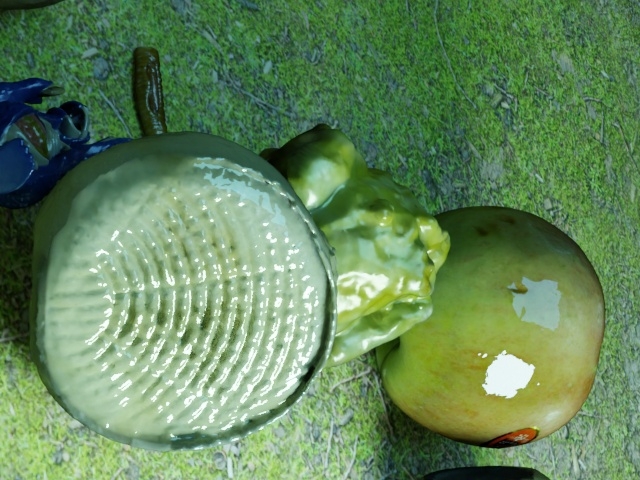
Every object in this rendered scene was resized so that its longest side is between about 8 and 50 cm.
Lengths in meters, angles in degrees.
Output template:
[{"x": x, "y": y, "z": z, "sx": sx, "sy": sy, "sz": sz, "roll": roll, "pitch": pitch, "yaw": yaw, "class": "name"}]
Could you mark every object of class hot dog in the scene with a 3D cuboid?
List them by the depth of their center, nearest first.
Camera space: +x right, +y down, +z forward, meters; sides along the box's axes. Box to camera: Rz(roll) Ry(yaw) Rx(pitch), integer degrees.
[{"x": -0.217, "y": -0.186, "z": 2.041, "sx": 0.044, "sy": 0.028, "sz": 0.137, "roll": 8, "pitch": 70, "yaw": -41, "class": "hot dog"}]

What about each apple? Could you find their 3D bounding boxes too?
[{"x": 0.219, "y": 0.120, "z": 2.208, "sx": 0.305, "sy": 0.338, "sz": 0.339, "roll": 7, "pitch": 68, "yaw": -24, "class": "apple"}]

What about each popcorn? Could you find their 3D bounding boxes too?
[{"x": 0.003, "y": 0.014, "z": 2.017, "sx": 0.312, "sy": 0.312, "sz": 0.312, "roll": 23, "pitch": 58, "yaw": -43, "class": "popcorn"}]

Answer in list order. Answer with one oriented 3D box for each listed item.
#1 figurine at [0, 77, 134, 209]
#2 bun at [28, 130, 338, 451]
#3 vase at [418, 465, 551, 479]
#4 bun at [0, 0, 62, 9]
[{"x": -0.334, "y": -0.104, "z": 1.806, "sx": 0.164, "sy": 0.121, "sz": 0.262, "roll": 37, "pitch": 25, "yaw": 19, "class": "figurine"}, {"x": -0.163, "y": 0.048, "z": 1.796, "sx": 0.364, "sy": 0.364, "sz": 0.202, "roll": 53, "pitch": 4, "yaw": -21, "class": "bun"}, {"x": 0.236, "y": 0.462, "z": 2.195, "sx": 0.329, "sy": 0.240, "sz": 0.302, "roll": -8, "pitch": 94, "yaw": -77, "class": "vase"}, {"x": -0.328, "y": -0.394, "z": 1.819, "sx": 0.281, "sy": 0.204, "sz": 0.282, "roll": 1, "pitch": 89, "yaw": -55, "class": "bun"}]
